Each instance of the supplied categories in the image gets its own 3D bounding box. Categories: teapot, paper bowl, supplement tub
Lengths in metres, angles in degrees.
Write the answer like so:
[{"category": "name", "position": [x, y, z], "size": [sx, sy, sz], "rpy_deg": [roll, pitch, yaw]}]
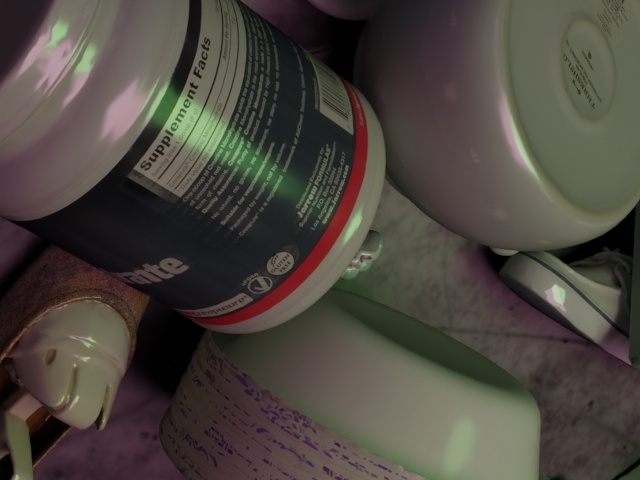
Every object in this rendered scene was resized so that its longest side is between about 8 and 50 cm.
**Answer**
[{"category": "teapot", "position": [0.107, -0.109, 1.106], "size": [0.252, 0.187, 0.256], "rpy_deg": [-8, 92, -50]}, {"category": "paper bowl", "position": [0.040, 0.134, 1.115], "size": [0.284, 0.284, 0.148], "rpy_deg": [21, 99, -38]}, {"category": "supplement tub", "position": [-0.108, -0.074, 0.973], "size": [0.272, 0.191, 0.191], "rpy_deg": [33, 94, -39]}]

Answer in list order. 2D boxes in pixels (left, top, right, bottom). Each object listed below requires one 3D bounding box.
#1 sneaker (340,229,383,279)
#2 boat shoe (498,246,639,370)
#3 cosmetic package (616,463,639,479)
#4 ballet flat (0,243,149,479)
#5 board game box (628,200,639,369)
[{"category": "sneaker", "position": [0.000, 0.000, 1.177], "size": [0.098, 0.038, 0.069], "rpy_deg": [-28, 127, -18]}, {"category": "boat shoe", "position": [0.244, 0.046, 1.333], "size": [0.258, 0.095, 0.084], "rpy_deg": [29, 92, -49]}, {"category": "cosmetic package", "position": [0.452, 0.345, 1.570], "size": [0.217, 0.156, 0.385], "rpy_deg": [-35, 129, -12]}, {"category": "ballet flat", "position": [-0.203, 0.120, 1.067], "size": [0.316, 0.106, 0.107], "rpy_deg": [-51, 129, 0]}, {"category": "board game box", "position": [0.395, 0.033, 1.343], "size": [0.303, 0.097, 0.224], "rpy_deg": [20, 69, -39]}]
